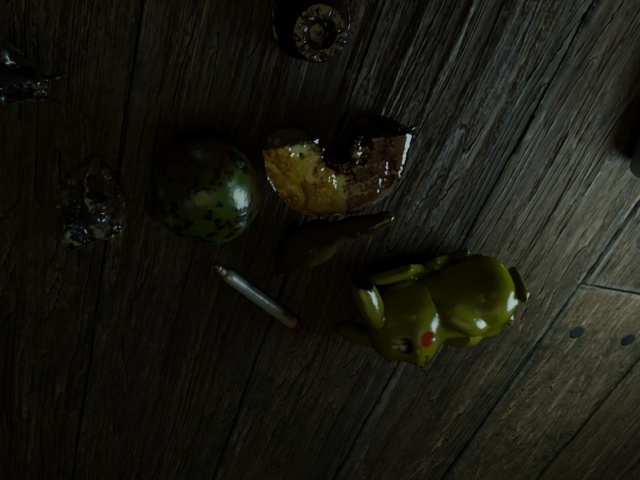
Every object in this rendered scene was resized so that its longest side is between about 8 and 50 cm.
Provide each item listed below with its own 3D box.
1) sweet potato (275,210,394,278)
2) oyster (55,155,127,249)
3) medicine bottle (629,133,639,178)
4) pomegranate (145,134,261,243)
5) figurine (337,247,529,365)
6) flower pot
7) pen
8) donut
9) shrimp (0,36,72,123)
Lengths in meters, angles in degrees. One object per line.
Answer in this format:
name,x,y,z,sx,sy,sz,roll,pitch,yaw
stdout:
sweet potato,0.000,-0.002,0.865,0.269,0.075,0.074,-26,130,39
oyster,-0.342,-0.053,0.795,0.103,0.051,0.148,-5,115,-17
medicine bottle,0.584,-0.189,0.871,0.102,0.103,0.187,-8,125,-7
pomegranate,-0.178,-0.064,0.770,0.205,0.159,0.159,-25,130,37
figurine,0.195,0.119,0.955,0.326,0.169,0.218,-21,149,-5
flower pot,-0.006,-0.275,0.692,0.111,0.089,0.111,-6,124,-9
pen,-0.113,0.103,0.966,0.026,0.026,0.218,-40,123,15
donut,0.019,-0.117,0.809,0.216,0.085,0.141,-5,125,-8
shrimp,-0.501,-0.190,0.609,0.409,0.166,0.222,4,96,-20
